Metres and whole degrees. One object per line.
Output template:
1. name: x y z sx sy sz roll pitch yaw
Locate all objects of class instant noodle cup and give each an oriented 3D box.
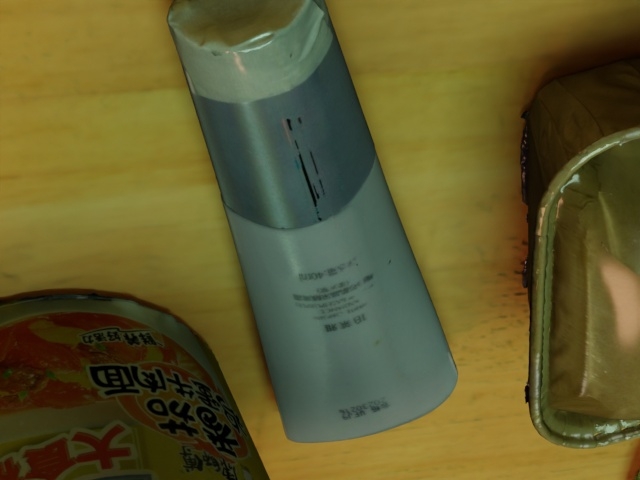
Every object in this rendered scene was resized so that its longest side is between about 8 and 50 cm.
1. instant noodle cup: -0.097 0.128 0.709 0.205 0.153 0.205 -9 136 -9

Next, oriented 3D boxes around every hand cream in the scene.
1. hand cream: 0.000 0.000 0.692 0.079 0.048 0.255 -15 140 2

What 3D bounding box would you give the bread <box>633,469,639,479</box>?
1. bread: 0.293 0.110 0.915 0.301 0.045 0.301 -10 137 -9

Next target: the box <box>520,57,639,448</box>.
1. box: 0.127 0.010 0.705 0.111 0.111 0.177 -14 134 -7
